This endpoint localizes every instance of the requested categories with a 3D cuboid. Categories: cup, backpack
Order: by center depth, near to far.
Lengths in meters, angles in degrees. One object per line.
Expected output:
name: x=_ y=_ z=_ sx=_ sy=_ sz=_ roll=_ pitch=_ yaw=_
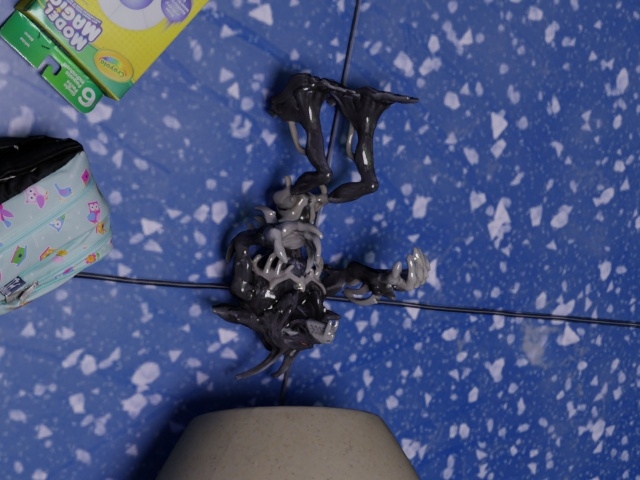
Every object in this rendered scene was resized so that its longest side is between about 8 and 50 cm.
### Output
backpack: x=-0.249 y=-0.006 z=0.910 sx=0.182 sy=0.152 sz=0.115 roll=-34 pitch=122 yaw=-32
cup: x=-0.026 y=0.268 z=1.018 sx=0.331 sy=0.331 sz=0.237 roll=9 pitch=71 yaw=-31

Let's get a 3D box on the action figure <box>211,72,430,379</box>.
action figure: x=0.000 y=0.000 z=1.042 sx=0.164 sy=0.141 sz=0.276 roll=6 pitch=98 yaw=-42

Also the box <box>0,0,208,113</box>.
box: x=-0.159 y=-0.195 z=0.961 sx=0.179 sy=0.043 sz=0.105 roll=-50 pitch=119 yaw=-8
